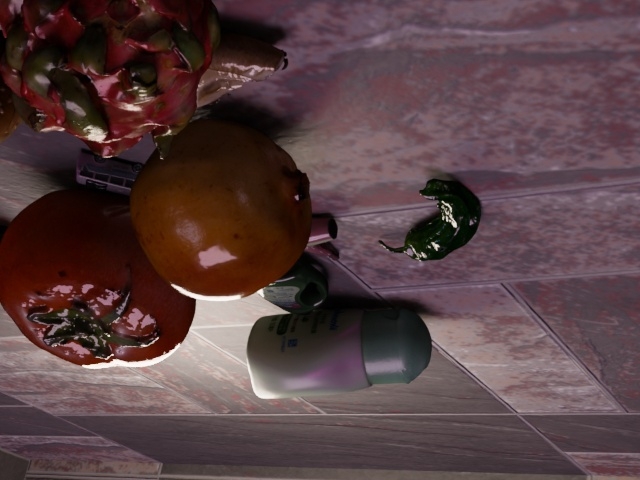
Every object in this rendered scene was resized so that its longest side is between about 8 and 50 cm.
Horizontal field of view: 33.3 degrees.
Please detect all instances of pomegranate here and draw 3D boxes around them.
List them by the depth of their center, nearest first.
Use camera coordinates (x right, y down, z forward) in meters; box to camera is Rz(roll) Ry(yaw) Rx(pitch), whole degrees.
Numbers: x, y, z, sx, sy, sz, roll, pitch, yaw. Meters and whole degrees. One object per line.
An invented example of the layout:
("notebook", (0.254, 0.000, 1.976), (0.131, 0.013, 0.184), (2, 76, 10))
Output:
("pomegranate", (-0.134, -0.047, 1.517), (0.264, 0.264, 0.264), (8, 156, 4))

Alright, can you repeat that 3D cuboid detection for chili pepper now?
("chili pepper", (0.178, -0.016, 1.669), (0.122, 0.065, 0.279), (21, 153, -4))

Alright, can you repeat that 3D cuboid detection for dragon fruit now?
("dragon fruit", (-0.248, -0.220, 1.191), (0.237, 0.231, 0.303), (15, 169, -39))

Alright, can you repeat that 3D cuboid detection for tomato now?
("tomato", (-0.364, 0.051, 1.788), (0.341, 0.272, 0.341), (8, 141, 6))

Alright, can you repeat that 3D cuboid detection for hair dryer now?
("hair dryer", (-0.005, 0.001, 1.813), (0.106, 0.054, 0.154), (-6, 162, 22))

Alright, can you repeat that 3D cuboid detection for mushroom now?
("mushroom", (-0.141, -0.217, 1.336), (0.210, 0.072, 0.094), (-19, 145, 41))

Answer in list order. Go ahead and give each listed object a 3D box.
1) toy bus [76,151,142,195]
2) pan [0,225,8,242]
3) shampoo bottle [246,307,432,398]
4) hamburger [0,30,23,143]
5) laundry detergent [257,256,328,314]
("toy bus", (-0.322, -0.100, 1.689), (0.131, 0.052, 0.037), (15, 158, -10))
("pan", (-0.573, 0.029, 2.097), (0.136, 0.028, 0.235), (-9, 146, 38))
("shampoo bottle", (0.042, 0.214, 2.079), (0.350, 0.222, 0.151), (-5, 109, 13))
("hamburger", (-0.474, -0.201, 1.303), (0.286, 0.243, 0.146), (7, 159, -34))
("laundry detergent", (-0.046, 0.091, 1.990), (0.137, 0.063, 0.211), (-6, 152, 19))
